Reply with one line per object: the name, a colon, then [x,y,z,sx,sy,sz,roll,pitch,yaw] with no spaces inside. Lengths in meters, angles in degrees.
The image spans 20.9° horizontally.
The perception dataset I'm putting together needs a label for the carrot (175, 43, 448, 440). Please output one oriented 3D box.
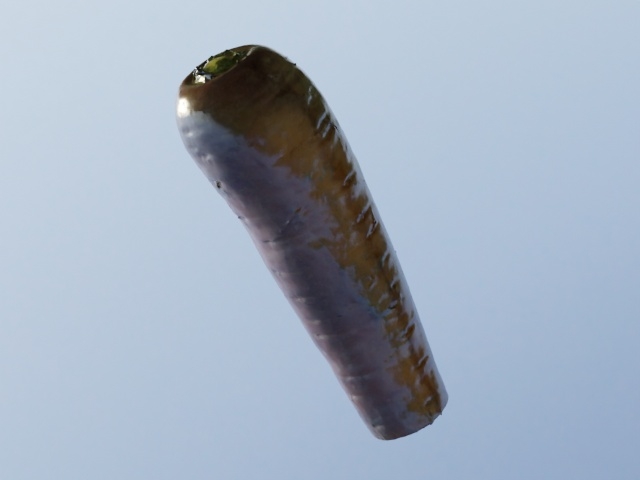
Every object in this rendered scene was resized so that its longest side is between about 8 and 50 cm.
carrot: [0.000,0.000,0.369,0.032,0.093,0.032,-25,-159,10]
